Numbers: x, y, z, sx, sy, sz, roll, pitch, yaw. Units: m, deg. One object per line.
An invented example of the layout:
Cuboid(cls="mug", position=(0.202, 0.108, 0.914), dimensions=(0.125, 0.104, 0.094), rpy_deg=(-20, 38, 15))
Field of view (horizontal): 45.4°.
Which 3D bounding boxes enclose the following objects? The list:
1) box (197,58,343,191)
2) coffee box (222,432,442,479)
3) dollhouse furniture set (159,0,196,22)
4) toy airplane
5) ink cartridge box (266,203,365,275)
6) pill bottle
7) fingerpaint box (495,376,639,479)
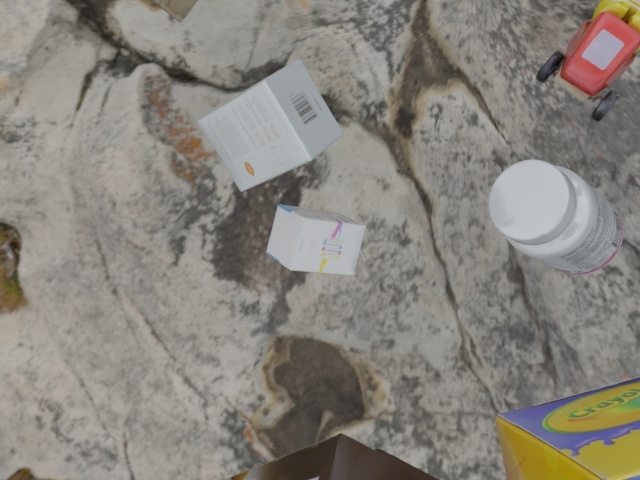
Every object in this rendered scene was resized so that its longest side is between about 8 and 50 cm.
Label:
Cuboid(cls="box", position=(-0.076, -0.167, 1.133), dimensions=(0.170, 0.091, 0.130), rpy_deg=(-17, 109, 46))
Cuboid(cls="coffee box", position=(-0.027, 0.258, 0.609), dimensions=(0.098, 0.141, 0.246), rpy_deg=(31, 141, -18))
Cuboid(cls="dollhouse furniture set", position=(-0.258, -0.463, 1.127), dimensions=(0.242, 0.161, 0.212), rpy_deg=(37, 74, -17))
Cuboid(cls="toy airplane", position=(0.551, -0.412, 1.293), dimensions=(0.385, 0.385, 0.272), rpy_deg=(-1, 153, -13))
Cuboid(cls="ink cartridge box", position=(0.000, 0.000, 1.275), dimensions=(0.143, 0.092, 0.090), rpy_deg=(6, 103, -33))
Cuboid(cls="pill bottle", position=(0.410, -0.039, 1.329), dimensions=(0.160, 0.283, 0.161), rpy_deg=(-10, 72, 34))
Cuboid(cls="fingerpaint box", position=(0.387, 0.256, 0.526), dimensions=(0.444, 0.163, 0.371), rpy_deg=(-12, 93, -10))
